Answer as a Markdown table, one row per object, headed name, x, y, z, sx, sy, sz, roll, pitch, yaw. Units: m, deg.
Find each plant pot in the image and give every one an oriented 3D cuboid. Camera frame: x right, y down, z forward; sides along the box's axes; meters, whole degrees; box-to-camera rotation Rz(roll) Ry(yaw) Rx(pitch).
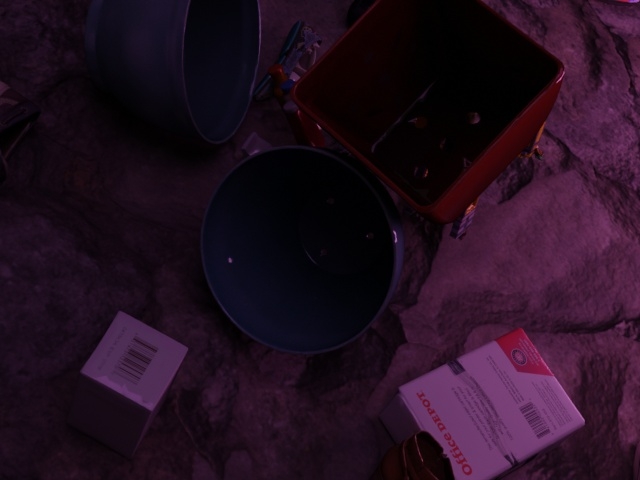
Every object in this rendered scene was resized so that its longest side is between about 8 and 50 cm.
| name | x | y | z | sx | sy | sz | roll | pitch | yaw |
| --- | --- | --- | --- | --- | --- | --- | --- | --- | --- |
| plant pot | 0.000 | 0.000 | 1.808 | 0.290 | 0.290 | 0.195 | 43 | 21 | 10 |
| plant pot | 0.162 | -0.173 | 1.747 | 0.267 | 0.236 | 0.267 | -46 | 67 | -3 |
| plant pot | -0.233 | -0.299 | 1.903 | 0.196 | 0.293 | 0.293 | 7 | 54 | 18 |

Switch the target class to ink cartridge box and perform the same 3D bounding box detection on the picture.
| name | x | y | z | sx | sy | sz | roll | pitch | yaw |
| --- | --- | --- | --- | --- | --- | --- | --- | --- | --- |
| ink cartridge box | 0.229 | 0.256 | 1.805 | 0.237 | 0.100 | 0.172 | -22 | 69 | -29 |

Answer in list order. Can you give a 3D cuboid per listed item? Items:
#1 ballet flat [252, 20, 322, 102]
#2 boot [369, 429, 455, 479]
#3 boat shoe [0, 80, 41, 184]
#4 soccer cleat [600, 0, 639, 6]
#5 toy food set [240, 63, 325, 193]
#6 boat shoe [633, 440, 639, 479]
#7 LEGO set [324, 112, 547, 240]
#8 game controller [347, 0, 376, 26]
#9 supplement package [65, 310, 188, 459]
| name | x | y | z | sx | sy | sz | roll | pitch | yaw |
| --- | --- | --- | --- | --- | --- | --- | --- | --- | --- |
| ballet flat | -0.047 | -0.283 | 2.061 | 0.070 | 0.070 | 0.188 | 28 | 59 | 0 |
| boot | 0.150 | 0.358 | 1.683 | 0.073 | 0.152 | 0.197 | -28 | 72 | -38 |
| boat shoe | -0.488 | -0.114 | 1.794 | 0.092 | 0.103 | 0.285 | 20 | 50 | 0 |
| soccer cleat | 0.485 | -0.554 | 2.357 | 0.318 | 0.116 | 0.109 | 34 | 56 | 4 |
| toy food set | -0.068 | -0.164 | 1.926 | 0.111 | 0.105 | 0.232 | 2 | 46 | 37 |
| boat shoe | 0.513 | 0.399 | 1.776 | 0.127 | 0.158 | 0.341 | 14 | 57 | -10 |
| LEGO set | 0.178 | -0.146 | 2.009 | 0.331 | 0.192 | 0.255 | 25 | 36 | 14 |
| game controller | 0.205 | -0.348 | 2.190 | 0.319 | 0.067 | 0.166 | 33 | 42 | 2 |
| supplement package | -0.254 | 0.191 | 1.639 | 0.105 | 0.179 | 0.105 | 28 | 56 | 0 |
